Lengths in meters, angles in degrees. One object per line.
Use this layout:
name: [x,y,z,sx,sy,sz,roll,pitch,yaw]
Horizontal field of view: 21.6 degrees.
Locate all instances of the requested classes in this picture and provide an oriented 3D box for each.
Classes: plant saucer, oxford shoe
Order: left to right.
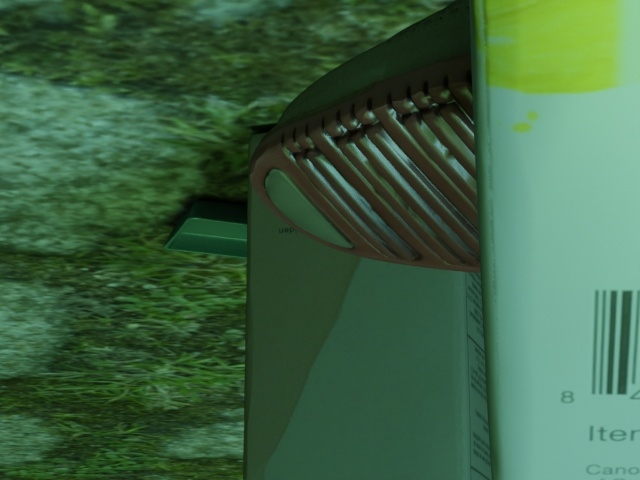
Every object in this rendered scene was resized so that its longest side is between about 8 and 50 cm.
plant saucer: [0.000,0.000,1.074,0.192,0.018,0.067,8,160,-18]
oxford shoe: [0.131,-0.081,0.632,0.348,0.130,0.123,-15,140,28]

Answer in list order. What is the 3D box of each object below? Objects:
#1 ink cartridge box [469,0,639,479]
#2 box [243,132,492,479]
ink cartridge box: [0.173,-0.088,0.383,0.279,0.160,0.384,-2,138,5]
box: [0.034,0.103,0.917,0.121,0.311,0.148,-4,161,15]
